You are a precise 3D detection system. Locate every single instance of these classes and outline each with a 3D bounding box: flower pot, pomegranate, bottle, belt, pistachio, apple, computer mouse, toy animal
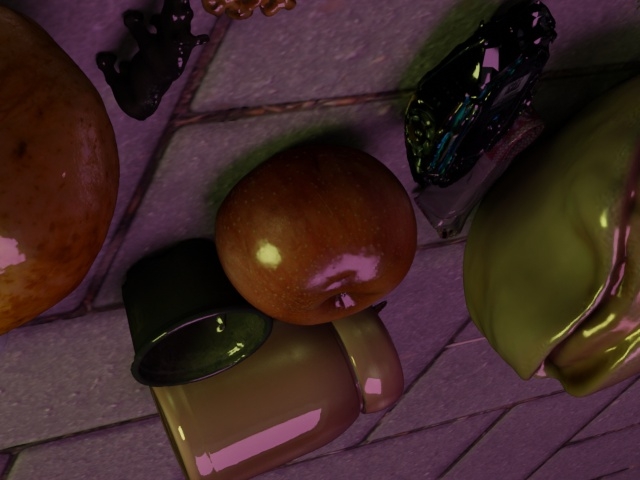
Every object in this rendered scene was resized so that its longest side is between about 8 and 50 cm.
[{"bbox_3d":[-0.139,0.072,1.549,0.157,0.107,0.157,-18,154,-9],"label":"flower pot"},{"bbox_3d":[-0.260,-0.050,1.029,0.248,0.248,0.248,-21,156,-10],"label":"pomegranate"},{"bbox_3d":[-0.051,0.181,1.797,0.296,0.173,0.206,-23,177,-11],"label":"bottle"},{"bbox_3d":[0.169,-0.077,1.609,0.071,0.053,0.232,-24,160,-34],"label":"belt"},{"bbox_3d":[0.318,0.000,1.612,0.281,0.365,0.445,24,149,0],"label":"pistachio"},{"bbox_3d":[0.000,0.000,1.466,0.201,0.162,0.201,-24,156,-12],"label":"apple"},{"bbox_3d":[0.144,-0.144,1.413,0.146,0.077,0.242,-30,158,-44],"label":"computer mouse"},{"bbox_3d":[-0.128,-0.151,1.156,0.047,0.065,0.136,-3,147,-42],"label":"toy animal"}]

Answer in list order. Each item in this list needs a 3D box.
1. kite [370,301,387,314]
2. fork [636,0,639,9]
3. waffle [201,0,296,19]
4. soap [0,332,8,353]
[{"bbox_3d":[0.010,0.129,1.925,0.182,0.010,0.160,-27,156,3],"label":"kite"},{"bbox_3d":[0.268,-0.264,1.359,0.028,0.034,0.219,-8,165,31],"label":"fork"},{"bbox_3d":[-0.017,-0.237,1.122,0.191,0.038,0.191,-21,155,-10],"label":"waffle"},{"bbox_3d":[-0.418,0.107,1.265,0.208,0.115,0.347,-5,163,19],"label":"soap"}]
